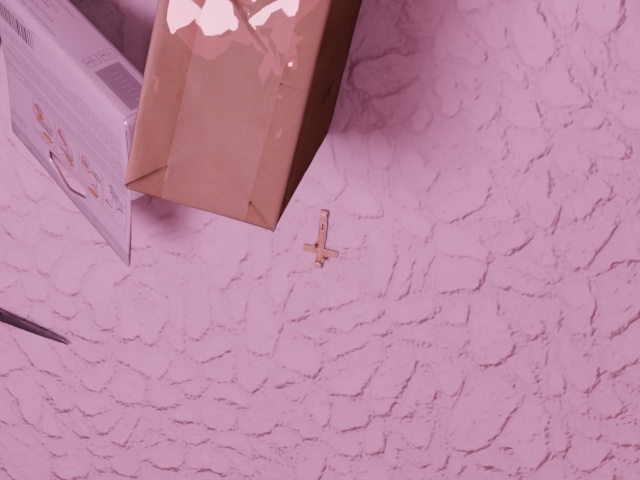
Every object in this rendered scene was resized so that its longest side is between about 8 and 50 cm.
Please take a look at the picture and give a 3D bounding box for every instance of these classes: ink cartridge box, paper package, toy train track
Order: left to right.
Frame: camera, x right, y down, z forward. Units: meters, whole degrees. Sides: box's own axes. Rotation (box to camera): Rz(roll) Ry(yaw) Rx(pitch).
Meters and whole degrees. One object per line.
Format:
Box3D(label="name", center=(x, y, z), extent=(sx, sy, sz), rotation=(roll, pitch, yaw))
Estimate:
Box3D(label="ink cartridge box", center=(-0.294, -0.153, 1.496), extent=(0.296, 0.066, 0.261), rotation=(46, 150, 26))
Box3D(label="paper package", center=(-0.064, -0.215, 1.309), extent=(0.168, 0.325, 0.309), rotation=(17, 118, 5))
Box3D(label="toy train track", center=(0.000, 0.000, 1.568), extent=(0.048, 0.014, 0.083), rotation=(13, 117, 12))

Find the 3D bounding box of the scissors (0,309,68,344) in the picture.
Box3D(label="scissors", center=(-0.511, 0.101, 1.788), extent=(0.297, 0.021, 0.109), rotation=(33, 118, 0))
